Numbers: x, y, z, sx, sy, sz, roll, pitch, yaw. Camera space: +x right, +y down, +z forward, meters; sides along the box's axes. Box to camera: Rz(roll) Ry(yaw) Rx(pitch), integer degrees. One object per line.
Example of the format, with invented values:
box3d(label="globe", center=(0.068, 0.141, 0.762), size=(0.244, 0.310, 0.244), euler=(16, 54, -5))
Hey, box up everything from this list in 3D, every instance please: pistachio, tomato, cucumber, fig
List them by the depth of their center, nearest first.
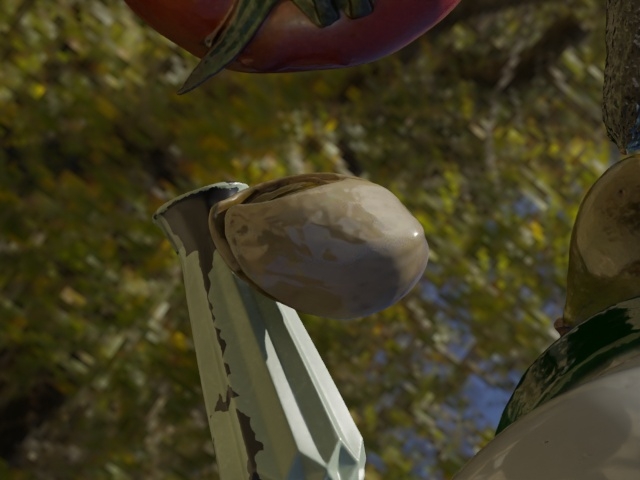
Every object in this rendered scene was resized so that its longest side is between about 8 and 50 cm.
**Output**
box3d(label="tomato", center=(-0.018, -0.224, 1.152), size=(0.256, 0.256, 0.224), euler=(-43, -158, 21))
box3d(label="fig", center=(0.264, 0.022, 1.574), size=(0.185, 0.133, 0.126), euler=(-60, -168, 10))
box3d(label="cucumber", center=(0.303, -0.198, 1.803), size=(0.072, 0.072, 0.300), euler=(-27, -135, 44))
box3d(label="pistachio", center=(0.000, 0.000, 1.966), size=(0.138, 0.237, 0.153), euler=(-1, -107, 68))

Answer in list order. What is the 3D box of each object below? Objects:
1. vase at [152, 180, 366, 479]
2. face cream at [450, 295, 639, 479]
box3d(label="vase", center=(-0.075, 0.122, 2.038), size=(0.165, 0.165, 0.360), euler=(-32, -108, 38))
box3d(label="face cream", center=(0.191, 0.175, 0.808), size=(0.357, 0.312, 0.219), euler=(-94, -164, -73))
